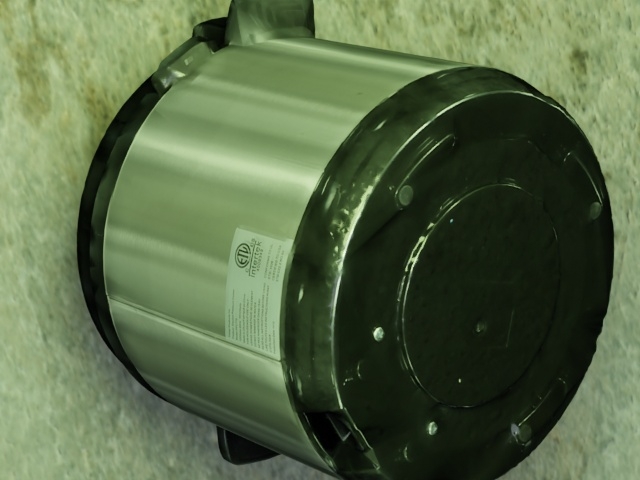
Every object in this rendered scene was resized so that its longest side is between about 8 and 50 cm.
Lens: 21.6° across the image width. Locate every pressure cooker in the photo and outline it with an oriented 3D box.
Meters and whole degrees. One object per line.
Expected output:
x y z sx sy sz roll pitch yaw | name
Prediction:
-0.004 -0.001 1.469 0.370 0.420 0.375 -57 131 -17 | pressure cooker
